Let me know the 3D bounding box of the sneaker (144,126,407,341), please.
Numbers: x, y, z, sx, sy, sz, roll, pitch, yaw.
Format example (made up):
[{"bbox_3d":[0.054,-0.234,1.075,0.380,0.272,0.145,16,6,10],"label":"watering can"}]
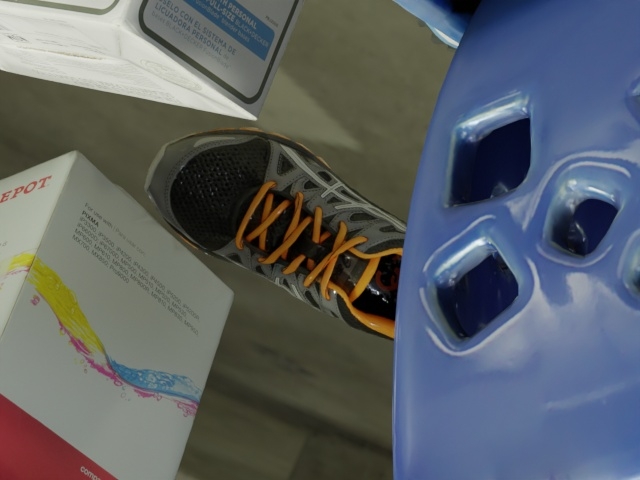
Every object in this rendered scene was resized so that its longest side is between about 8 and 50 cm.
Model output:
[{"bbox_3d":[0.000,0.000,0.907,0.215,0.084,0.083,24,-168,-15],"label":"sneaker"}]

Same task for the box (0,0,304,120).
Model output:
[{"bbox_3d":[-0.055,-0.207,0.645,0.169,0.290,0.087,13,168,39],"label":"box"}]

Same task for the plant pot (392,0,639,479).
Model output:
[{"bbox_3d":[0.163,-0.022,0.456,0.236,0.212,0.236,-23,154,31],"label":"plant pot"}]

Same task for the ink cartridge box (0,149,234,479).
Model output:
[{"bbox_3d":[-0.145,0.070,0.768,0.128,0.176,0.127,-16,133,38],"label":"ink cartridge box"}]

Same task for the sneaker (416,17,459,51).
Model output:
[{"bbox_3d":[0.134,-0.200,0.881,0.085,0.237,0.086,48,156,-16],"label":"sneaker"}]
